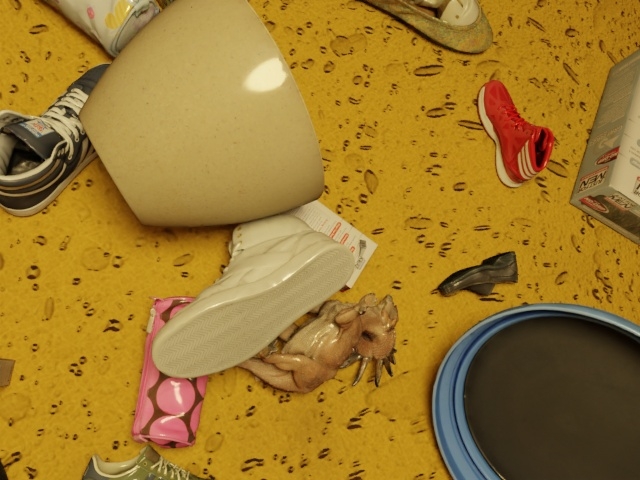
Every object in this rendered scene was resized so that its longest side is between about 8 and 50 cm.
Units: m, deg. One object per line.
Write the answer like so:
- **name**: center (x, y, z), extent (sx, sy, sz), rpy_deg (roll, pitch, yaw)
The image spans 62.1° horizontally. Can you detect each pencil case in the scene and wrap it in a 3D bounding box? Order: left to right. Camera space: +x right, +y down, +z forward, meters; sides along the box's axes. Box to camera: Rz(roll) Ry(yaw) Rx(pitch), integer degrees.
- **pencil case**: center (-0.389, -0.411, 0.825), extent (0.273, 0.124, 0.113), rpy_deg (38, 70, -5)
- **pencil case**: center (-0.211, 0.184, 0.756), extent (0.098, 0.095, 0.210), rpy_deg (22, 65, -48)

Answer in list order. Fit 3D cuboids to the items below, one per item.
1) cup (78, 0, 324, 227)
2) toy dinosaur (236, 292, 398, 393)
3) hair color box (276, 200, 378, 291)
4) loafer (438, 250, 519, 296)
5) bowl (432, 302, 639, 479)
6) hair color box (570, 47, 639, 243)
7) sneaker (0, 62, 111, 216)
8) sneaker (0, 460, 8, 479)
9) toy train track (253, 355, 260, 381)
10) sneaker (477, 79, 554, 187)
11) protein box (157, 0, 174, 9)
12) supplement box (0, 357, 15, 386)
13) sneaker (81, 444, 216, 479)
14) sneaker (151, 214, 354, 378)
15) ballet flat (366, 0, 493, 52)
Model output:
- **cup**: center (-0.179, -0.148, 0.736), extent (0.236, 0.331, 0.331), rpy_deg (-30, 87, -12)
- **toy dinosaur**: center (0.007, 0.167, 0.811), extent (0.295, 0.127, 0.200), rpy_deg (-28, 127, -7)
- **hair color box**: center (0.000, 0.000, 0.885), extent (0.167, 0.053, 0.093), rpy_deg (36, 70, -5)
- **loafer**: center (0.291, 0.072, 0.955), extent (0.170, 0.062, 0.061), rpy_deg (-18, 88, -19)
- **bowl**: center (0.359, 0.276, 0.776), extent (0.077, 0.391, 0.391), rpy_deg (-17, 81, -54)
- **hair color box**: center (0.676, -0.204, 1.112), extent (0.185, 0.113, 0.375), rpy_deg (29, 70, -8)
- **sneaker**: center (-0.365, -0.168, 0.757), extent (0.099, 0.153, 0.282), rpy_deg (33, 70, -8)
- **sneaker**: center (-0.436, 0.361, 0.630), extent (0.136, 0.116, 0.314), rpy_deg (-30, 87, -20)
- **toy train track**: center (-0.105, 0.178, 0.830), extent (0.048, 0.014, 0.083), rpy_deg (-11, 81, -19)
- **sneaker**: center (0.384, -0.224, 1.017), extent (0.087, 0.128, 0.221), rpy_deg (-13, 83, -21)
- **protein box**: center (-0.223, -0.523, 0.896), extent (0.199, 0.136, 0.201), rpy_deg (-38, 89, -22)
- **supplement box**: center (-0.440, 0.167, 0.683), extent (0.062, 0.098, 0.036), rpy_deg (11, 74, -14)
- **sneaker**: center (-0.228, 0.326, 0.728), extent (0.192, 0.064, 0.086), rpy_deg (1, 82, -14)
- **sneaker**: center (-0.114, 0.066, 0.753), extent (0.292, 0.169, 0.108), rpy_deg (-28, 125, -19)
- **ballet flat**: center (0.207, -0.474, 1.030), extent (0.348, 0.123, 0.123), rpy_deg (22, 72, -12)
